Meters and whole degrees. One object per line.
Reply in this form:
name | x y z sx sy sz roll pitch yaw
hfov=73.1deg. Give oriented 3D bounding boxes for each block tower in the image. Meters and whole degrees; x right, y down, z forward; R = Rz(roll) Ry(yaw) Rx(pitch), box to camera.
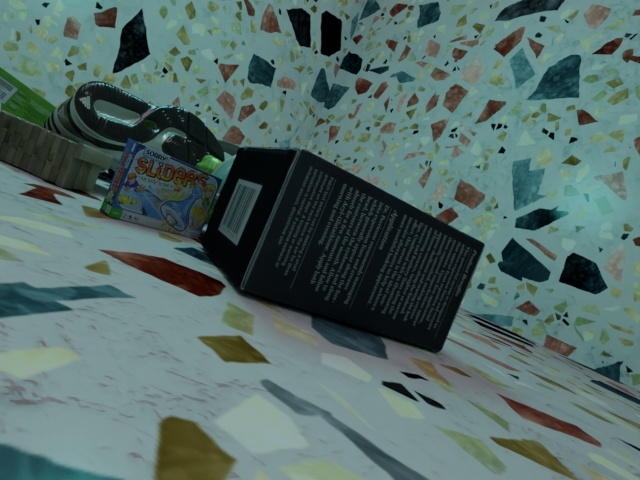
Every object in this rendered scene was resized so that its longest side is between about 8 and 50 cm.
block tower | -0.604 -0.198 0.877 0.335 0.097 0.091 21 2 9

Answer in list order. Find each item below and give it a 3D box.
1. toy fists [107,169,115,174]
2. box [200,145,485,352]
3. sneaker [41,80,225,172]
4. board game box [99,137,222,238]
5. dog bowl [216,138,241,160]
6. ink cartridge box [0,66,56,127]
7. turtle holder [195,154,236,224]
toy fists | -0.661 -0.247 1.600 0.142 0.096 0.279 13 3 -1
box | 0.030 0.008 0.777 0.395 0.212 0.293 23 1 -29
sneaker | -0.471 -0.241 1.107 0.257 0.169 0.447 -11 -15 30
board game box | -0.290 -0.089 0.812 0.035 0.136 0.201 24 3 34
dog bowl | -0.388 -0.212 1.359 0.347 0.102 0.349 7 35 -5
ink cartridge box | -0.826 -0.354 1.208 0.188 0.097 0.255 38 -15 -20
turtle holder | -0.164 -0.093 1.027 0.243 0.228 0.320 21 3 -31
